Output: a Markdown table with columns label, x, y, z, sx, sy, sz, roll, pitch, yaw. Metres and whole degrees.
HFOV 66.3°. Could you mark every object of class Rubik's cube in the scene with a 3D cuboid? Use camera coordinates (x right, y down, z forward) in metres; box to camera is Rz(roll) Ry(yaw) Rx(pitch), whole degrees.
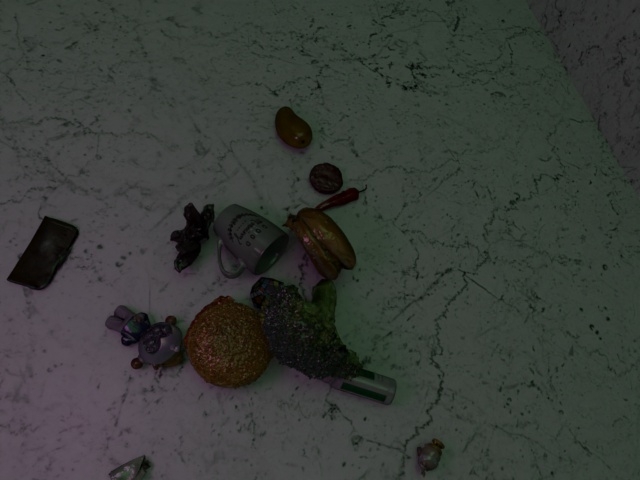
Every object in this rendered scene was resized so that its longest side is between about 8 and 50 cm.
| label | x | y | z | sx | sy | sz | roll | pitch | yaw |
| --- | --- | --- | --- | --- | --- | --- | --- | --- | --- |
| Rubik's cube | -0.183 | 0.190 | 1.725 | 0.133 | 0.133 | 0.112 | -20 | 46 | -21 |

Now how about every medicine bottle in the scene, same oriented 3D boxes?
| label | x | y | z | sx | sy | sz | roll | pitch | yaw |
| --- | --- | --- | --- | --- | --- | --- | --- | --- | --- |
| medicine bottle | 0.124 | 0.480 | 1.667 | 0.260 | 0.095 | 0.095 | 19 | 62 | -5 |

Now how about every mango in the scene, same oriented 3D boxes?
| label | x | y | z | sx | sy | sz | roll | pitch | yaw |
| --- | --- | --- | --- | --- | --- | --- | --- | --- | --- |
| mango | -0.120 | -0.476 | 2.070 | 0.136 | 0.099 | 0.227 | -23 | 64 | -17 |

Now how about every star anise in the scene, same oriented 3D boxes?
| label | x | y | z | sx | sy | sz | roll | pitch | yaw |
| --- | --- | --- | --- | --- | --- | --- | --- | --- | --- |
| star anise | -0.454 | -0.014 | 1.719 | 0.129 | 0.212 | 0.282 | 21 | 69 | -17 |

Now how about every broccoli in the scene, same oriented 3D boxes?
| label | x | y | z | sx | sy | sz | roll | pitch | yaw |
| --- | --- | --- | --- | --- | --- | --- | --- | --- | --- |
| broccoli | -0.044 | 0.241 | 1.599 | 0.275 | 0.353 | 0.396 | -16 | 49 | 16 |

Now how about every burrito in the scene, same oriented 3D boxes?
| label | x | y | z | sx | sy | sz | roll | pitch | yaw |
| --- | --- | --- | --- | --- | --- | --- | --- | --- | --- |
| burrito | -0.557 | 0.687 | 1.438 | 0.118 | 0.044 | 0.074 | -25 | 70 | -20 |

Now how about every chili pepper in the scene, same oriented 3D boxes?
| label | x | y | z | sx | sy | sz | roll | pitch | yaw |
| --- | --- | --- | --- | --- | --- | --- | --- | --- | --- |
| chili pepper | 0.085 | -0.172 | 1.997 | 0.268 | 0.050 | 0.059 | -22 | 88 | -21 |

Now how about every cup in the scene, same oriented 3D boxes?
| label | x | y | z | sx | sy | sz | roll | pitch | yaw |
| --- | --- | --- | --- | --- | --- | --- | --- | --- | --- |
| cup | -0.283 | 0.011 | 1.753 | 0.234 | 0.186 | 0.258 | 36 | 66 | 14 |

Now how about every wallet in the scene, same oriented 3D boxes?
| label | x | y | z | sx | sy | sz | roll | pitch | yaw |
| --- | --- | --- | --- | --- | --- | --- | --- | --- | --- |
| wallet | -0.935 | 0.045 | 1.666 | 0.137 | 0.031 | 0.255 | 19 | 63 | -4 |

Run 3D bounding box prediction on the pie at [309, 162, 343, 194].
| label | x | y | z | sx | sy | sz | roll | pitch | yaw |
| --- | --- | --- | --- | --- | --- | --- | --- | --- | --- |
| pie | 0.025 | -0.256 | 2.029 | 0.155 | 0.036 | 0.154 | 5 | 64 | -11 |

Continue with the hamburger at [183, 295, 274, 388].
| label | x | y | z | sx | sy | sz | roll | pitch | yaw |
| --- | --- | --- | --- | --- | --- | --- | --- | --- | --- |
| hamburger | -0.296 | 0.337 | 1.590 | 0.294 | 0.179 | 0.276 | 41 | 62 | 8 |

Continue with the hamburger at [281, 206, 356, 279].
| label | x | y | z | sx | sy | sz | roll | pitch | yaw |
| --- | --- | --- | --- | --- | --- | --- | --- | --- | --- |
| hamburger | 0.000 | 0.000 | 1.747 | 0.158 | 0.318 | 0.318 | -40 | 78 | -2 |

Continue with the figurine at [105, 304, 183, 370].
| label | x | y | z | sx | sy | sz | roll | pitch | yaw |
| --- | --- | --- | --- | --- | --- | --- | --- | --- | --- |
| figurine | -0.557 | 0.296 | 1.584 | 0.194 | 0.133 | 0.274 | -32 | 65 | -24 |

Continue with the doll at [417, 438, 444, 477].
| label | x | y | z | sx | sy | sz | roll | pitch | yaw |
| --- | --- | --- | --- | --- | --- | --- | --- | --- | --- |
| doll | 0.352 | 0.718 | 1.626 | 0.084 | 0.073 | 0.127 | 21 | 51 | 36 |
